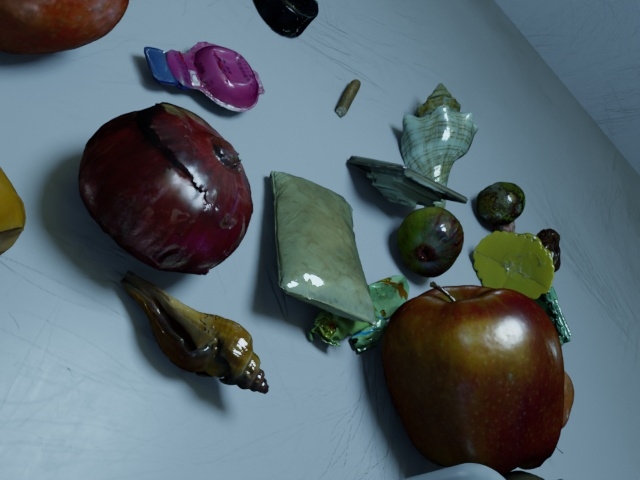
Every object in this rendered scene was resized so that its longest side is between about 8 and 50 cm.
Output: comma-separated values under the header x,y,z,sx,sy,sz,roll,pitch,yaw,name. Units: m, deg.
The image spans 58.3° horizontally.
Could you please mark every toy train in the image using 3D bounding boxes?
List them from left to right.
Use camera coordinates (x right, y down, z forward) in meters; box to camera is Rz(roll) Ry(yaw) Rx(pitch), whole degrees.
x,y,z,sx,sy,sz,roll,pitch,yaw,name
0.592,0.193,1.482,0.111,0.071,0.171,14,54,-48,toy train

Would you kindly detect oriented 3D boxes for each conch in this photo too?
x,y,z,sx,sy,sz,roll,pitch,yaw,name
-0.167,0.130,0.753,0.232,0.080,0.086,22,32,-3,conch
0.295,-0.259,1.431,0.203,0.170,0.386,14,47,-7,conch

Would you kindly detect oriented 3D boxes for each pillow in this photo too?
x,y,z,sx,sy,sz,roll,pitch,yaw,name
0.000,0.000,0.981,0.184,0.075,0.303,22,37,-27,pillow

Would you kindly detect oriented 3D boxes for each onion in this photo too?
x,y,z,sx,sy,sz,roll,pitch,yaw,name
-0.194,-0.074,0.775,0.246,0.190,0.246,45,23,-25,onion

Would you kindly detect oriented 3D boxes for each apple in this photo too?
x,y,z,sx,sy,sz,roll,pitch,yaw,name
0.254,0.217,0.952,0.288,0.288,0.317,-6,83,-47,apple

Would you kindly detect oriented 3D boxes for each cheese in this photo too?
x,y,z,sx,sy,sz,roll,pitch,yaw,name
-0.200,-0.297,1.028,0.244,0.062,0.155,-8,68,-47,cheese

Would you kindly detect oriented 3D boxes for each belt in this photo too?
x,y,z,sx,sy,sz,roll,pitch,yaw,name
-0.079,-0.569,1.333,0.151,0.078,0.199,10,55,-39,belt

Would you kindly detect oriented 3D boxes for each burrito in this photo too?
x,y,z,sx,sy,sz,roll,pitch,yaw,name
0.087,0.135,1.022,0.288,0.054,0.104,-15,77,-51,burrito

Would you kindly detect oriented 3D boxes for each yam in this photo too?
x,y,z,sx,sy,sz,roll,pitch,yaw,name
0.067,-0.339,1.353,0.032,0.032,0.145,41,42,-17,yam

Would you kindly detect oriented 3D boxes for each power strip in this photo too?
x,y,z,sx,sy,sz,roll,pitch,yaw,name
0.177,-0.109,1.223,0.213,0.198,0.065,22,89,-32,power strip

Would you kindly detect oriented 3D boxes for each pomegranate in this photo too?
x,y,z,sx,sy,sz,roll,pitch,yaw,name
0.475,-0.080,1.537,0.125,0.163,0.138,17,20,14,pomegranate

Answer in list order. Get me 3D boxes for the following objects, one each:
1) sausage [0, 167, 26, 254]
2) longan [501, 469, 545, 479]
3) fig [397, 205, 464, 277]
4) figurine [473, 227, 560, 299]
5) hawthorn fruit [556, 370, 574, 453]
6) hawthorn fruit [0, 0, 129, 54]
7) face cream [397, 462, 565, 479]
x,y,z,sx,sy,sz,roll,pitch,yaw,name
-0.458,-0.128,0.604,0.134,0.116,0.354,-35,87,-37,sausage
0.293,0.465,0.890,0.212,0.198,0.198,-31,87,-34,longan
0.249,-0.016,1.240,0.149,0.149,0.245,52,27,-3,fig
0.536,0.055,1.473,0.315,0.187,0.168,-4,92,-56,figurine
0.445,0.344,1.192,0.149,0.149,0.189,-4,106,-47,hawthorn fruit
-0.393,-0.385,0.755,0.284,0.284,0.285,26,47,-31,hawthorn fruit
0.205,0.378,0.775,0.071,0.291,0.144,-5,69,-48,face cream
